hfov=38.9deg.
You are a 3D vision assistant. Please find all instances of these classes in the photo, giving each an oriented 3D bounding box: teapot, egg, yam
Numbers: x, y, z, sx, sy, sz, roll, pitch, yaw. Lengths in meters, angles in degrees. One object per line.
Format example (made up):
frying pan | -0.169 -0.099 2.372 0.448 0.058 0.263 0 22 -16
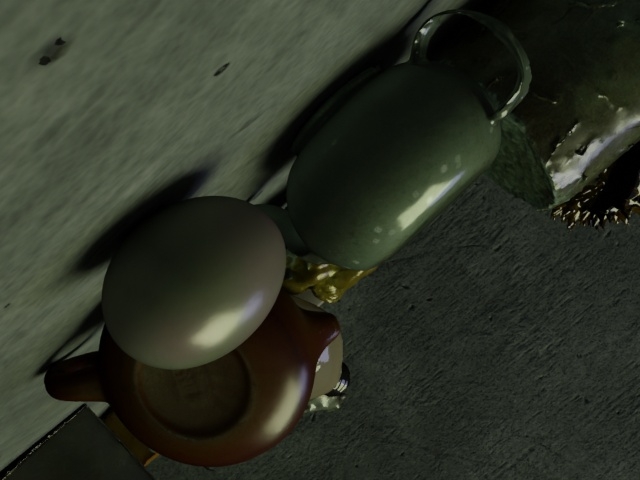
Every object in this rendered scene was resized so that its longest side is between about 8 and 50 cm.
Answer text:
teapot | -0.109 0.098 0.765 0.252 0.178 0.135 -9 -171 12
egg | -0.081 0.026 0.596 0.135 0.103 0.103 -41 176 -35
yam | 0.288 -0.194 0.904 0.348 0.241 0.241 -37 175 -9
teapot | 0.053 -0.069 0.752 0.294 0.129 0.193 -47 174 32

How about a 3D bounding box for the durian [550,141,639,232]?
durian | 0.438 -0.209 1.349 0.384 0.347 0.347 -42 176 9

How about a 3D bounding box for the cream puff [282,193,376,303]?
cream puff | 0.000 0.000 0.964 0.156 0.121 0.156 -46 -179 1

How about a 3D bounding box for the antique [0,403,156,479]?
antique | -0.315 0.323 1.174 0.146 0.152 0.148 -42 173 -26

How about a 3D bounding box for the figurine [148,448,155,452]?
figurine | -0.158 0.154 1.040 0.193 0.140 0.265 -53 163 18

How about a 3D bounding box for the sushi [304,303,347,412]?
sushi | -0.059 0.169 1.324 0.196 0.182 0.343 2 173 -2

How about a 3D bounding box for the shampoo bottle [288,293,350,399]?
shampoo bottle | -0.056 0.108 0.932 0.127 0.078 0.257 -50 137 8

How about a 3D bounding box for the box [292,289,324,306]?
box | 0.017 0.039 1.666 0.203 0.106 0.251 -43 175 37

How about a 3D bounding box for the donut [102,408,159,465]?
donut | -0.245 0.266 1.513 0.277 0.108 0.277 -41 176 -4
